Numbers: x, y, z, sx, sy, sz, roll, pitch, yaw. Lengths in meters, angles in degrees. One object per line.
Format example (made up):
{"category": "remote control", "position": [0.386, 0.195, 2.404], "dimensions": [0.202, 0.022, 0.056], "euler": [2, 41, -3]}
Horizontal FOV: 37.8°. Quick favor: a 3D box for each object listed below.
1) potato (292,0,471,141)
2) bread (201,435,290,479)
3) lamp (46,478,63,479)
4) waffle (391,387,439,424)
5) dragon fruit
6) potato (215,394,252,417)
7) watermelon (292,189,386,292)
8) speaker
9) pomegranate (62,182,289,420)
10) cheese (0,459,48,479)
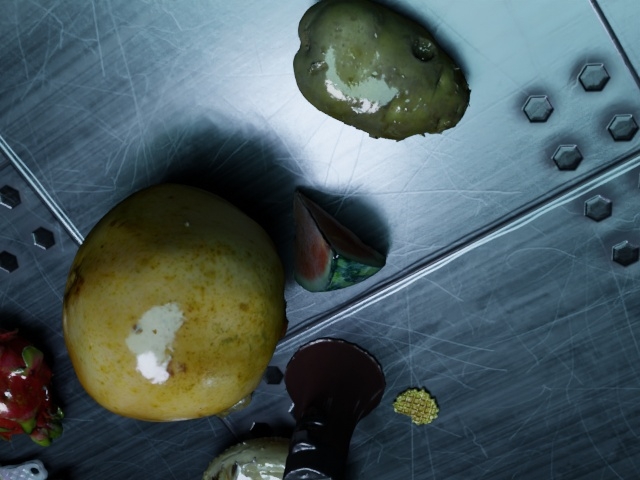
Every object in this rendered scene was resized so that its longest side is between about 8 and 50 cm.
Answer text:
{"category": "potato", "position": [0.093, -0.262, 1.469], "dimensions": [0.296, 0.141, 0.191], "euler": [26, 100, -3]}
{"category": "bread", "position": [-0.089, 0.510, 1.861], "dimensions": [0.306, 0.158, 0.305], "euler": [4, 120, 7]}
{"category": "lamp", "position": [-0.606, 0.583, 2.008], "dimensions": [0.101, 0.101, 0.250], "euler": [38, 127, -10]}
{"category": "waffle", "position": [0.187, 0.322, 1.804], "dimensions": [0.085, 0.016, 0.078], "euler": [44, 115, -13]}
{"category": "dragon fruit", "position": [-0.603, 0.289, 1.845], "dimensions": [0.198, 0.200, 0.269], "euler": [-18, 151, 11]}
{"category": "potato", "position": [-0.179, 0.319, 1.847], "dimensions": [0.092, 0.045, 0.046], "euler": [-28, 144, 23]}
{"category": "watermelon", "position": [-0.001, 0.024, 1.619], "dimensions": [0.202, 0.207, 0.136], "euler": [36, 90, 8]}
{"category": "speaker", "position": [0.002, 0.379, 1.702], "dimensions": [0.198, 0.329, 0.259], "euler": [9, 123, 5]}
{"category": "pomegranate", "position": [-0.228, 0.104, 1.557], "dimensions": [0.417, 0.416, 0.416], "euler": [4, 116, 8]}
{"category": "cheese", "position": [-0.720, 0.518, 2.015], "dimensions": [0.286, 0.082, 0.163], "euler": [-18, 113, 14]}
